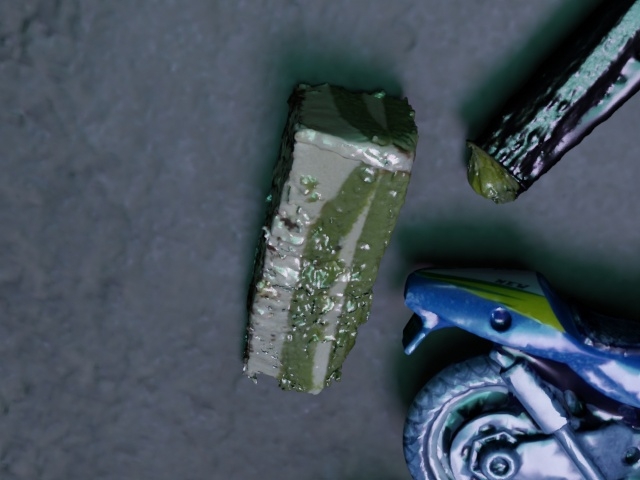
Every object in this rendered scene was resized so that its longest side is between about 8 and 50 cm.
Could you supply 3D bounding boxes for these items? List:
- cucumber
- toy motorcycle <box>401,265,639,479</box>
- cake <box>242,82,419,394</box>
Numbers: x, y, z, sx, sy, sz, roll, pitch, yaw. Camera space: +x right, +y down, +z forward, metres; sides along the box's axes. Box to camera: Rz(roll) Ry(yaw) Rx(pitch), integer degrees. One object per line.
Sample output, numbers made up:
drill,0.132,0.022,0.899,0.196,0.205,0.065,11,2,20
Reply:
cucumber,0.105,-0.065,0.461,0.033,0.034,0.135,44,102,-2
toy motorcycle,0.155,0.066,0.489,0.254,0.092,0.136,7,107,2
cake,0.000,0.000,0.493,0.051,0.055,0.140,11,131,-7
